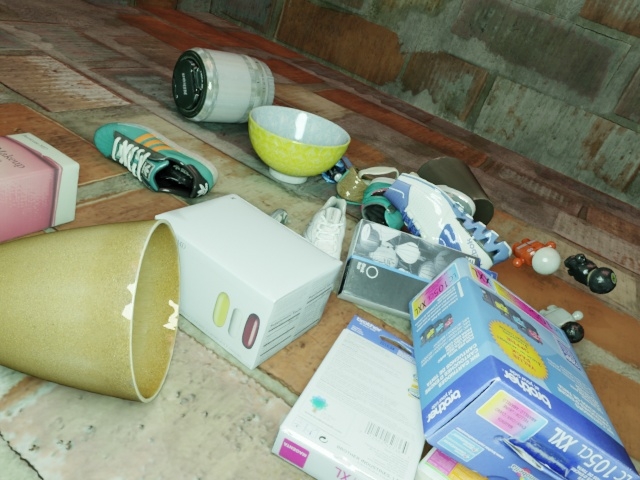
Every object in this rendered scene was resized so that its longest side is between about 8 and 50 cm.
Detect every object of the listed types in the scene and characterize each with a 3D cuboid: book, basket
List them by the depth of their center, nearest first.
[{"bbox_3d":[0.207,0.334,0.782,0.096,0.035,0.144,35,29,27],"label":"book"},{"bbox_3d":[0.425,-0.137,1.648,0.204,0.154,0.227,8,34,-21],"label":"basket"}]

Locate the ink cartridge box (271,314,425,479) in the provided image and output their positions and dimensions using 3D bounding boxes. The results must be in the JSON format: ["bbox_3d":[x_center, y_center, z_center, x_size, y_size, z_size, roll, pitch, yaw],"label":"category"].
[{"bbox_3d":[0.075,0.247,0.815,0.185,0.065,0.311,27,31,10],"label":"ink cartridge box"}]

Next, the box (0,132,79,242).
[{"bbox_3d":[-0.563,-0.088,0.913,0.148,0.127,0.232,30,29,17],"label":"box"}]

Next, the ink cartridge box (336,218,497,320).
[{"bbox_3d":[0.213,0.085,1.096,0.332,0.165,0.065,17,-17,-6],"label":"ink cartridge box"}]

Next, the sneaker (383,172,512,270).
[{"bbox_3d":[0.255,0.000,1.211,0.315,0.182,0.127,38,-7,11],"label":"sneaker"}]

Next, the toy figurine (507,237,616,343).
[{"bbox_3d":[0.512,0.114,1.183,0.213,0.209,0.148,20,11,-9],"label":"toy figurine"}]

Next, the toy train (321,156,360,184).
[{"bbox_3d":[0.052,-0.220,1.621,0.105,0.080,0.184,18,24,-25],"label":"toy train"}]

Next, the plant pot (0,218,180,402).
[{"bbox_3d":[-0.335,0.084,0.696,0.254,0.237,0.237,3,29,-1],"label":"plant pot"}]

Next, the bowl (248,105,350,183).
[{"bbox_3d":[-0.075,-0.254,1.499,0.289,0.156,0.289,14,29,-8],"label":"bowl"}]

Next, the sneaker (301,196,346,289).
[{"bbox_3d":[0.000,0.000,1.134,0.111,0.129,0.297,19,29,-7],"label":"sneaker"}]

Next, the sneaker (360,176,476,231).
[{"bbox_3d":[0.228,-0.069,1.353,0.295,0.124,0.178,12,44,26],"label":"sneaker"}]

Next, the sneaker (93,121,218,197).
[{"bbox_3d":[-0.390,-0.184,1.221,0.302,0.108,0.121,22,23,-1],"label":"sneaker"}]

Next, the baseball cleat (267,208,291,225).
[{"bbox_3d":[-0.142,-0.032,1.158,0.109,0.072,0.206,19,23,11],"label":"baseball cleat"}]

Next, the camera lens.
[{"bbox_3d":[-0.312,-0.485,1.689,0.274,0.219,0.219,-10,40,-44],"label":"camera lens"}]

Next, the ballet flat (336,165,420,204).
[{"bbox_3d":[0.214,-0.148,1.545,0.342,0.124,0.116,12,29,-17],"label":"ballet flat"}]

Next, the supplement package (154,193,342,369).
[{"bbox_3d":[-0.136,0.056,0.925,0.262,0.145,0.204,32,30,21],"label":"supplement package"}]

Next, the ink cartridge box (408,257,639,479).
[{"bbox_3d":[0.294,0.233,0.823,0.270,0.151,0.395,34,26,-11],"label":"ink cartridge box"}]
